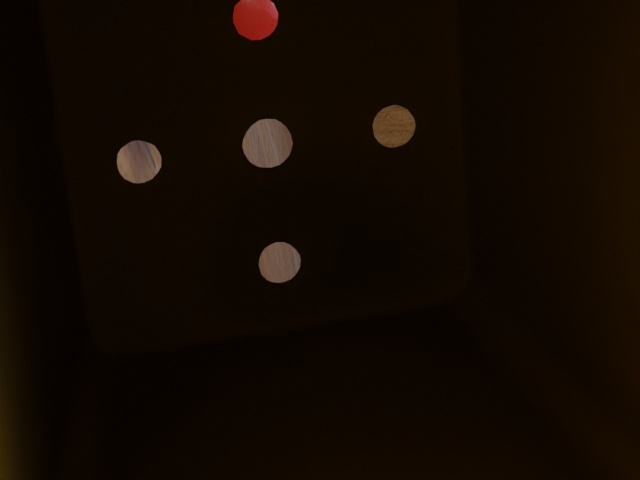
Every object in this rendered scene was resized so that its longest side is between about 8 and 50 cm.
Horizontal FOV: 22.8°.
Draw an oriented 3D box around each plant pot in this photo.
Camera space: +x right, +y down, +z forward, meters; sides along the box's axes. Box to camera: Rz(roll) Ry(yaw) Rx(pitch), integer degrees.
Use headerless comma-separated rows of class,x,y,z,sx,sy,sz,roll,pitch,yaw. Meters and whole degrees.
plant pot,0.000,0.000,0.459,0.187,0.212,0.212,-119,-158,-67

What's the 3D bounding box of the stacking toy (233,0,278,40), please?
stacking toy,-0.038,-0.209,0.743,0.141,0.141,0.330,80,14,-63
